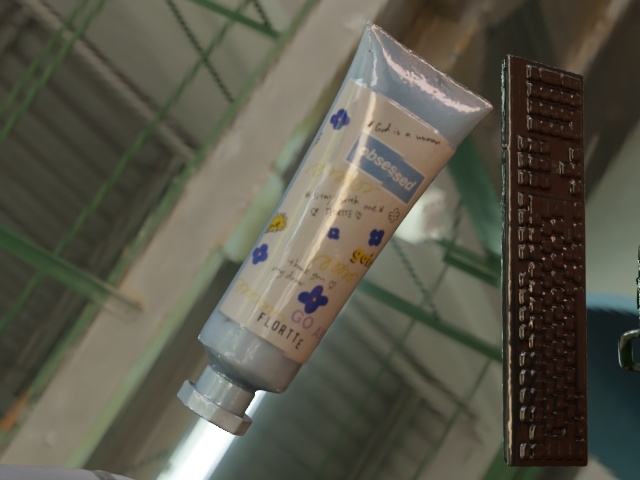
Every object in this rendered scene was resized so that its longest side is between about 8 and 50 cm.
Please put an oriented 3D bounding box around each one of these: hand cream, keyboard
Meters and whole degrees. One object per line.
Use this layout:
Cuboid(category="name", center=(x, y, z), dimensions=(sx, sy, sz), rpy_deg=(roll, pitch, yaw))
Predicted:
Cuboid(category="hand cream", center=(0.000, 0.000, 0.661), dimensions=(0.170, 0.065, 0.043), rpy_deg=(-58, 16, -1))
Cuboid(category="keyboard", center=(0.112, 0.011, 0.812), dimensions=(0.067, 0.011, 0.202), rpy_deg=(8, -100, -43))

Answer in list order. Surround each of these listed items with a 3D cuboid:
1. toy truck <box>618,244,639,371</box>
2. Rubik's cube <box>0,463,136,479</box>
Cuboid(category="toy truck", center=(0.192, 0.096, 0.680), dimensions=(0.259, 0.088, 0.121), rpy_deg=(-94, -1, -63))
Cuboid(category="Rubik's cube", center=(-0.130, 0.267, 0.900), dimensions=(0.255, 0.260, 0.259), rpy_deg=(18, -99, -62))
